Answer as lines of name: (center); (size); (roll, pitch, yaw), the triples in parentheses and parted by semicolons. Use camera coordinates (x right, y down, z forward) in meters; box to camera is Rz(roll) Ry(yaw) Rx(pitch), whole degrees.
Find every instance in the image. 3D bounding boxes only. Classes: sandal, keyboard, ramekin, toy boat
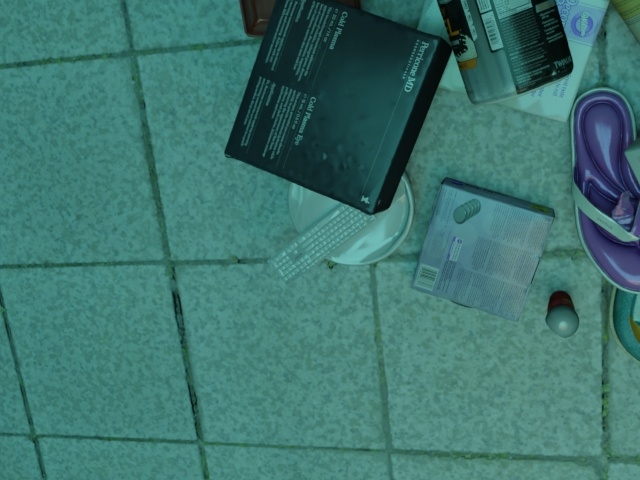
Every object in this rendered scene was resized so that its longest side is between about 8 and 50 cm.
sandal: (0.562, -0.093, 1.543); (0.169, 0.102, 0.416); (-17, 85, 20)
keyboard: (0.000, 0.000, 1.684); (0.256, 0.014, 0.072); (-38, 96, 22)
ramekin: (0.075, -0.091, 1.711); (0.273, 0.127, 0.273); (5, 109, 14)
toy boat: (0.624, 0.149, 1.636); (0.318, 0.148, 0.267); (-3, 107, 15)

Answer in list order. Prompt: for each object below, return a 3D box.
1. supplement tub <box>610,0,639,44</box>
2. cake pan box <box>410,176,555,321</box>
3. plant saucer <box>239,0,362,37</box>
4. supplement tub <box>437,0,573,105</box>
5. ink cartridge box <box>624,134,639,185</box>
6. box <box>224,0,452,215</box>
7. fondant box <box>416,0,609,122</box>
supplement tub: (0.654, -0.424, 1.386); (0.241, 0.241, 0.331); (-34, 97, 22)
cake pan box: (0.343, 0.025, 1.713); (0.246, 0.070, 0.267); (17, 111, 11)
plant saucer: (-0.042, -0.526, 1.594); (0.258, 0.047, 0.259); (6, 135, 13)
supplement tub: (0.310, -0.413, 1.404); (0.194, 0.193, 0.316); (-16, 101, 19)
ink cartridge box: (0.738, -0.148, 1.424); (0.270, 0.197, 0.198); (-17, 105, 50)
box: (0.036, -0.264, 1.517); (0.312, 0.179, 0.343); (24, 103, 13)
fondant box: (0.355, -0.393, 1.554); (0.330, 0.096, 0.238); (17, 111, 8)
